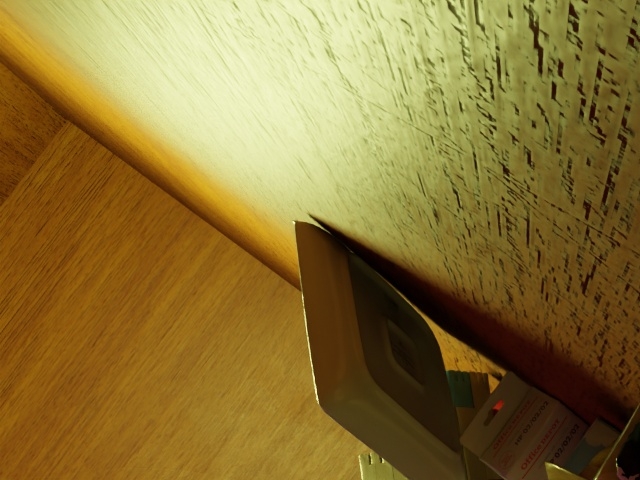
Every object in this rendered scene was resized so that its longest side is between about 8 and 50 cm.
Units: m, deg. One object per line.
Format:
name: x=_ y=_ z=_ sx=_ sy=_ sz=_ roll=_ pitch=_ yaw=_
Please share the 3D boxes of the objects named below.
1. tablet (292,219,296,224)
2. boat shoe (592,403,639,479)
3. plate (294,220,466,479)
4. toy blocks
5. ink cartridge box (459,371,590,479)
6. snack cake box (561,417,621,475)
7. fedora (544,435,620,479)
tablet: x=0.000 y=0.000 z=1.475 sx=0.054 sy=0.006 sz=0.083 roll=39 pitch=175 yaw=-31
boat shoe: x=0.243 y=0.271 z=0.896 sx=0.158 sy=0.127 sz=0.341 roll=32 pitch=142 yaw=16
plate: x=0.077 y=0.134 z=1.327 sx=0.277 sy=0.045 sz=0.278 roll=42 pitch=-154 yaw=-37
toy blocks: x=0.173 y=0.289 z=1.564 sx=0.190 sy=0.261 sz=0.381 roll=-17 pitch=162 yaw=34
ink cartridge box: x=0.256 y=0.240 z=1.333 sx=0.181 sy=0.104 sz=0.061 roll=39 pitch=174 yaw=-25
snack cake box: x=0.368 y=0.298 z=1.174 sx=0.264 sy=0.089 sz=0.152 roll=34 pitch=174 yaw=28
fedora: x=0.290 y=0.218 z=1.025 sx=0.194 sy=0.079 sz=0.194 roll=31 pitch=168 yaw=7
